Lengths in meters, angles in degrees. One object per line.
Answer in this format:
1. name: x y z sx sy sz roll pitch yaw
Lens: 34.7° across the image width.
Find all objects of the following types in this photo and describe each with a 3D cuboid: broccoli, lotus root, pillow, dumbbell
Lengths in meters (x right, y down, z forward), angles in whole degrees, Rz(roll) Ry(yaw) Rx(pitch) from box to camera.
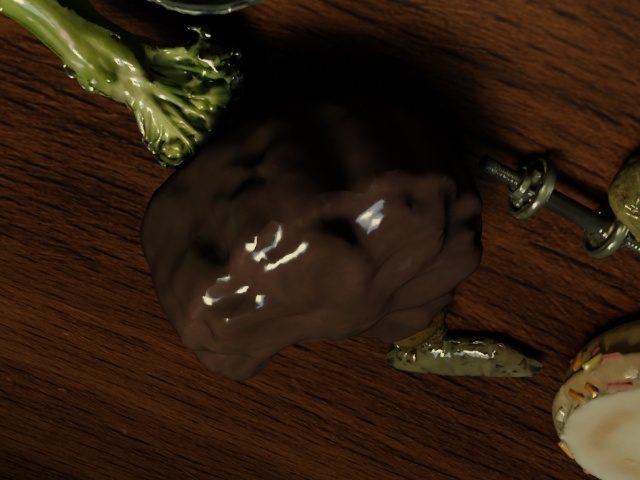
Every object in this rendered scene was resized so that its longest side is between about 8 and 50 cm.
1. broccoli: -0.220 -0.201 1.100 0.304 0.145 0.165 31 97 -29
2. lotus root: 0.107 0.084 1.414 0.120 0.120 0.209 -16 134 36
3. pillow: 0.212 0.171 1.550 0.241 0.051 0.093 3 147 18
4. dumbbell: 0.297 -0.037 1.216 0.254 0.081 0.081 26 143 -15

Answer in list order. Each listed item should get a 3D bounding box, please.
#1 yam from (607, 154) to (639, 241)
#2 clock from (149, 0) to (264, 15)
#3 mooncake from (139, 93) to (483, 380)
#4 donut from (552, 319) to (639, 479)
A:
1. yam: 0.482 -0.005 1.166 0.330 0.133 0.133 23 144 -2
2. clock: -0.140 -0.343 0.990 0.280 0.055 0.280 10 144 8
3. mooncake: 0.000 0.000 1.147 0.381 0.212 0.350 -18 148 -14
4. donut: 0.518 0.233 1.444 0.382 0.142 0.382 9 144 7
